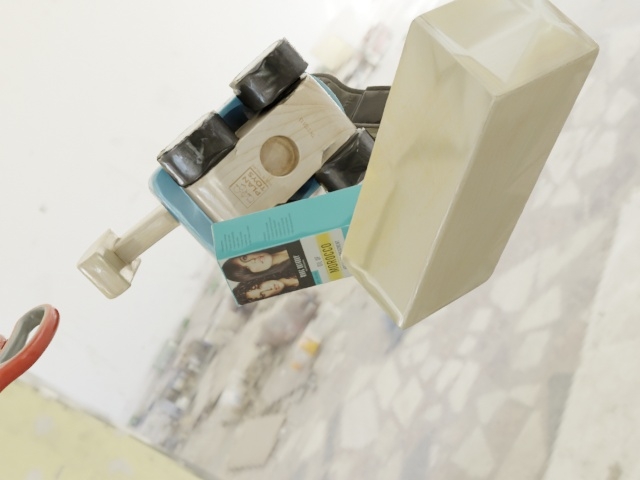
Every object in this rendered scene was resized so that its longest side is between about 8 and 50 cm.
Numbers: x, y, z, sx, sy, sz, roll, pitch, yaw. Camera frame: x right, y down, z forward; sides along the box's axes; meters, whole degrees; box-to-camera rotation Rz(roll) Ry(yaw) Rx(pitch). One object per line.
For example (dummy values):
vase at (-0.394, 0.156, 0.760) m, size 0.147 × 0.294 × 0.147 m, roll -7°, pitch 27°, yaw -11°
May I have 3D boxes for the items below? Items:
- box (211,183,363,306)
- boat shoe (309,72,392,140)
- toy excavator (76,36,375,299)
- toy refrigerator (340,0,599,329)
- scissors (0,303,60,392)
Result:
box at (0.000, 0.000, 1.406) m, size 0.244 × 0.100 × 0.060 m, roll -15°, pitch 51°, yaw 3°
boat shoe at (0.046, -0.185, 1.831) m, size 0.307 × 0.104 × 0.110 m, roll 20°, pitch 74°, yaw 47°
toy excavator at (-0.163, -0.069, 1.749) m, size 0.433 × 0.222 × 0.445 m, roll -46°, pitch 13°, yaw -10°
toy refrigerator at (0.098, -0.059, 0.868) m, size 0.102 × 0.094 × 0.269 m, roll -28°, pitch -27°, yaw -28°
scissors at (-0.283, 0.139, 0.920) m, size 0.109 × 0.021 × 0.297 m, roll -24°, pitch 21°, yaw 15°
